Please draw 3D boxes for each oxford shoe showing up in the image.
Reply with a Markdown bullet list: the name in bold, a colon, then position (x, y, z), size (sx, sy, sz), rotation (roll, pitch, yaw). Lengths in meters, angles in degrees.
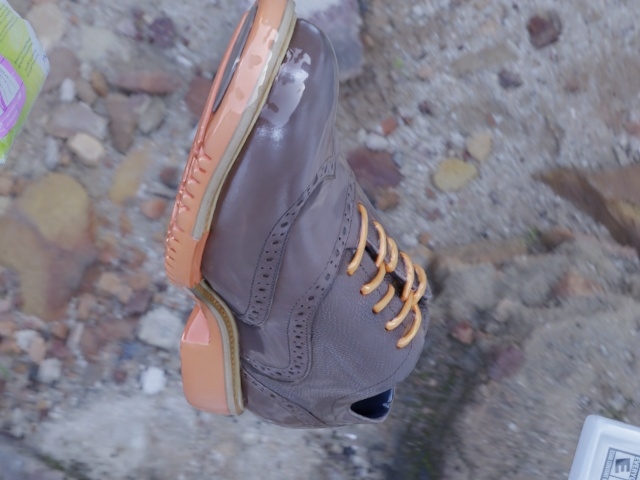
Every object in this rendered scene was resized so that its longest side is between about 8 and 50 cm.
- **oxford shoe**: position (0.000, 0.000, 0.797), size (0.132, 0.364, 0.130), rotation (16, 65, 6)

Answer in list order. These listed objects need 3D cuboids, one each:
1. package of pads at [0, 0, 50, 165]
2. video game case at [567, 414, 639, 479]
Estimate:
- **package of pads**: position (-0.332, -0.086, 1.171), size (0.229, 0.296, 0.101), rotation (-31, 109, 8)
- **video game case**: position (0.208, 0.213, 0.883), size (0.173, 0.022, 0.190), rotation (16, 89, -12)
